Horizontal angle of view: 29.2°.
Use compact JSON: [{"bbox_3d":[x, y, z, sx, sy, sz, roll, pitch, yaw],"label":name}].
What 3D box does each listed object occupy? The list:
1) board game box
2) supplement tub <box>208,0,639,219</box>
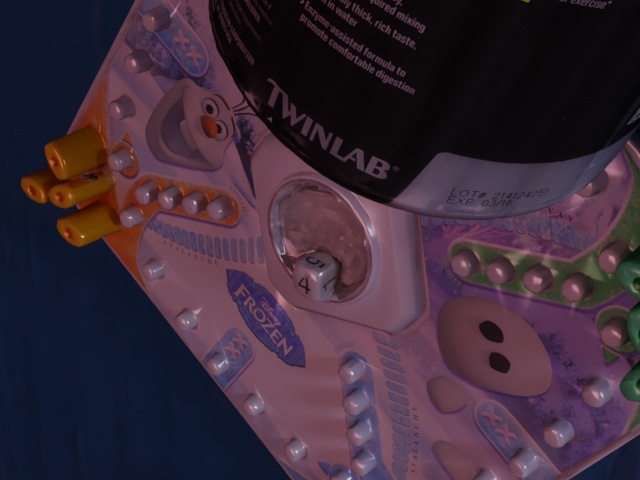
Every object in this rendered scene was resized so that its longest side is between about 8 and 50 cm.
[{"bbox_3d":[0.000,0.000,0.721,0.390,0.050,0.390,51,138,9],"label":"board game box"},{"bbox_3d":[0.084,-0.168,0.418,0.193,0.194,0.316,45,142,15],"label":"supplement tub"}]
